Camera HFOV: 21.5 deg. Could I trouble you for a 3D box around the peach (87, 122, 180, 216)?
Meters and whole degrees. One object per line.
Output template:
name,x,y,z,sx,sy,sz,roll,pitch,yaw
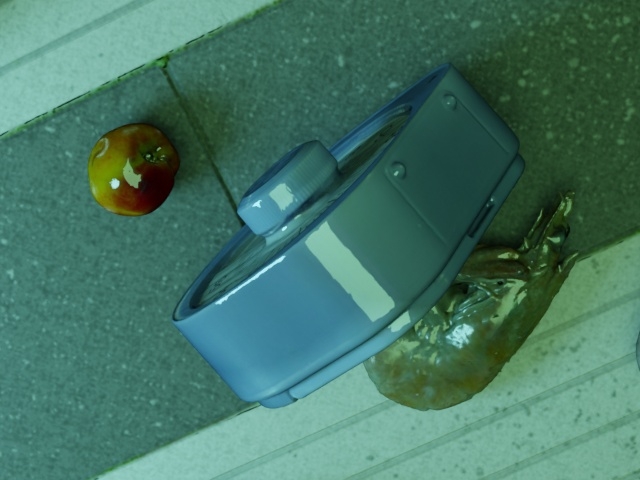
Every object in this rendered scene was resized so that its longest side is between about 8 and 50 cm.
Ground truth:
peach,-0.206,-0.076,1.829,0.101,0.100,0.100,1,105,3

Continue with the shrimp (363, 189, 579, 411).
shrimp,0.164,0.055,1.855,0.168,0.077,0.317,35,107,-4

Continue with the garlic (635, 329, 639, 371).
garlic,0.459,0.126,1.800,0.207,0.256,0.207,-11,146,-8

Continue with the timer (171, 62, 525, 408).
timer,0.000,0.000,1.703,0.395,0.395,0.173,-40,100,12
